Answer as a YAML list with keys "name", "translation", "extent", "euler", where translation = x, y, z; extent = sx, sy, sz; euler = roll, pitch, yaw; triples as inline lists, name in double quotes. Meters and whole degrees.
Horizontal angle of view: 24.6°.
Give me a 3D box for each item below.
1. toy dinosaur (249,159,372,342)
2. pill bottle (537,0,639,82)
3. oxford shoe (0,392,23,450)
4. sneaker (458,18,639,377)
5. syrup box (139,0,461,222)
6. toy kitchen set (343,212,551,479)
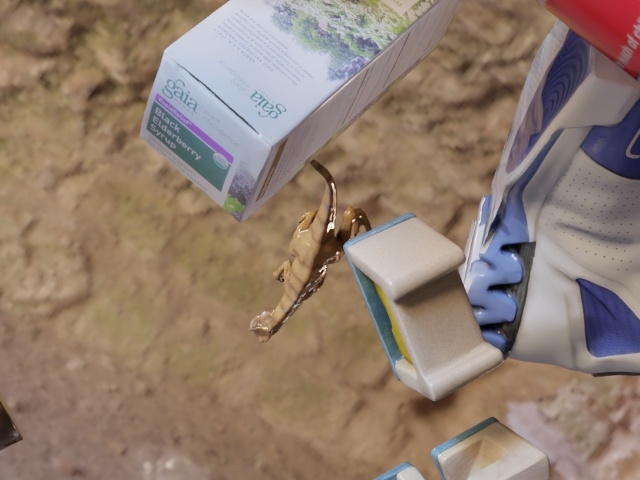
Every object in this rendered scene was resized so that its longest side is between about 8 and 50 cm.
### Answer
- name: "toy dinosaur"
  translation: [0.000, 0.000, 1.211]
  extent: [0.064, 0.211, 0.112]
  euler: [25, 35, 7]
- name: "pill bottle"
  translation: [0.118, -0.228, 0.623]
  extent: [0.407, 0.229, 0.229]
  euler: [40, 8, 7]
- name: "oxford shoe"
  translation: [-0.174, -0.007, 0.440]
  extent: [0.212, 0.076, 0.076]
  euler: [62, -10, -16]
- name: "sneaker"
  translation: [0.200, -0.013, 0.949]
  extent: [0.182, 0.315, 0.127]
  euler: [16, 49, -1]
- name: "syrup box"
  translation: [-0.005, -0.128, 0.984]
  extent: [0.093, 0.237, 0.096]
  euler: [40, -33, 9]
- name: "toy kitchen set"
  translation: [-0.012, 0.102, 0.749]
  extent: [0.166, 0.207, 0.122]
  euler: [67, -13, -17]
